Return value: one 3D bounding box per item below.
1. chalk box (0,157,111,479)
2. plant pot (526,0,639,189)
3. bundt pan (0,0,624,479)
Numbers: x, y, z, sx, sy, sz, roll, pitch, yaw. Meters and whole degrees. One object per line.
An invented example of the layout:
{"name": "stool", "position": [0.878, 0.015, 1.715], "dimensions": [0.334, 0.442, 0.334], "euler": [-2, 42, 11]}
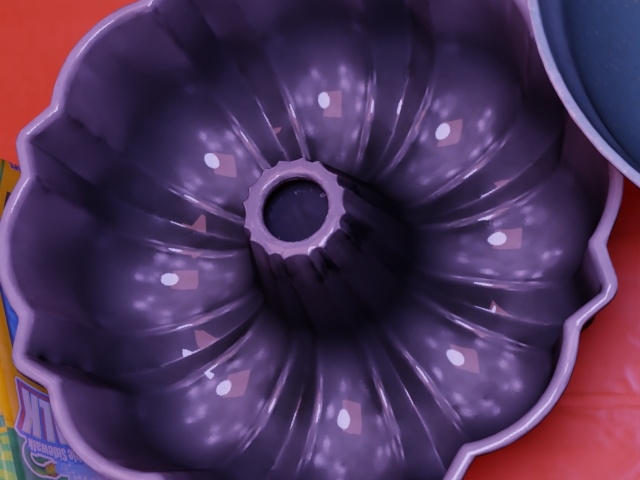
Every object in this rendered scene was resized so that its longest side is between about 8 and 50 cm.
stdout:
{"name": "chalk box", "position": [-0.205, 0.119, 0.765], "dimensions": [0.180, 0.179, 0.289], "euler": [-25, 67, 17]}
{"name": "plant pot", "position": [0.260, -0.107, 0.605], "dimensions": [0.293, 0.196, 0.293], "euler": [-7, 72, 22]}
{"name": "bundt pan", "position": [0.000, 0.000, 0.718], "dimensions": [0.331, 0.124, 0.330], "euler": [-4, 72, 13]}
